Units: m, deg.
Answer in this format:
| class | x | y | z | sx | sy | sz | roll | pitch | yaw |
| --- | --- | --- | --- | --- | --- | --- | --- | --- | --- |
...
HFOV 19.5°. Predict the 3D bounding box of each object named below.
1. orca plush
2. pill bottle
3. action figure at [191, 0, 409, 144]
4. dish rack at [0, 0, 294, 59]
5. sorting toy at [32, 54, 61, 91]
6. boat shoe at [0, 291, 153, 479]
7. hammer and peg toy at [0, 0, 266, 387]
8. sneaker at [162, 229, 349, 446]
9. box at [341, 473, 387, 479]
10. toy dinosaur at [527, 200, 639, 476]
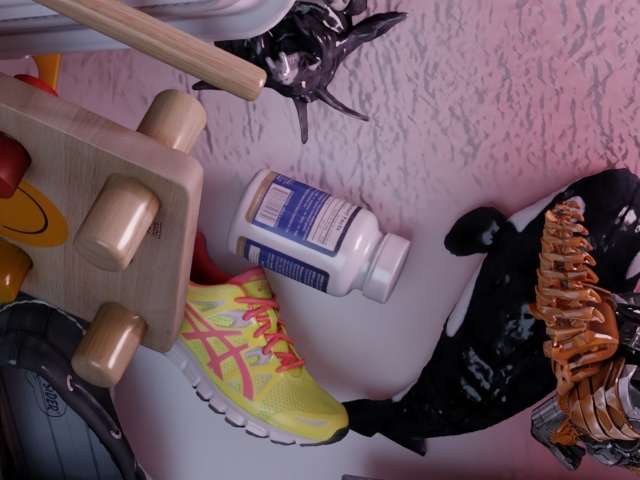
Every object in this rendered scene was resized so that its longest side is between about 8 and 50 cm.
| class | x | y | z | sx | sy | sz | roll | pitch | yaw |
| --- | --- | --- | --- | --- | --- | --- | --- | --- | --- |
| orca plush | 0.117 | 0.067 | 1.293 | 0.287 | 0.102 | 0.151 | -32 | 99 | 27 |
| pill bottle | 0.000 | 0.000 | 1.325 | 0.120 | 0.067 | 0.067 | 23 | 117 | 8 |
| action figure | -0.051 | -0.185 | 1.224 | 0.164 | 0.141 | 0.275 | -17 | 102 | 23 |
| dish rack | -0.155 | -0.263 | 1.166 | 0.333 | 0.072 | 0.285 | 1 | 91 | 38 |
| sorting toy | -0.249 | -0.015 | 1.415 | 0.196 | 0.047 | 0.347 | 27 | 121 | -1 |
| boat shoe | -0.192 | 0.192 | 1.428 | 0.127 | 0.113 | 0.340 | 2 | 121 | 8 |
| hammer and peg toy | -0.191 | -0.053 | 1.186 | 0.266 | 0.127 | 0.361 | 24 | 152 | 4 |
| sneaker | -0.056 | 0.068 | 1.353 | 0.208 | 0.081 | 0.094 | 37 | 107 | 17 |
| box | 0.120 | 0.284 | 1.342 | 0.247 | 0.142 | 0.163 | 6 | 130 | 16 |
| toy dinosaur | 0.225 | 0.085 | 1.199 | 0.218 | 0.322 | 0.164 | -21 | 68 | 20 |
